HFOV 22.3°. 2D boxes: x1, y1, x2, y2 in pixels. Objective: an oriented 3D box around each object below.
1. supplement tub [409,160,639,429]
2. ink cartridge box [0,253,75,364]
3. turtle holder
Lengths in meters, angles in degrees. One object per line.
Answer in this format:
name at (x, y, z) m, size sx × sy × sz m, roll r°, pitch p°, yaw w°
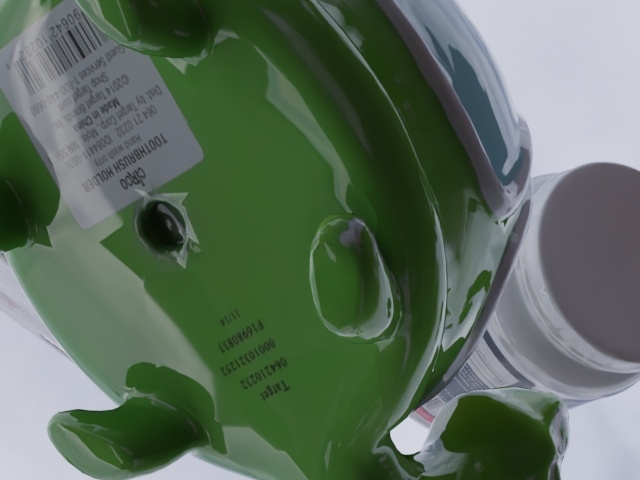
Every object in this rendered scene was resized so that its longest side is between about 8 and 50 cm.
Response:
supplement tub at (0.178, 0.055, 1.387) m, size 0.191 × 0.272 × 0.191 m, roll 10°, pitch -111°, yaw -26°
ink cartridge box at (-0.141, 0.038, 0.989) m, size 0.181 × 0.225 × 0.056 m, roll 35°, pitch -103°, yaw 9°
turtle holder at (0.002, -0.017, 0.735) m, size 0.320 × 0.243 × 0.227 m, roll 37°, pitch -142°, yaw 16°
